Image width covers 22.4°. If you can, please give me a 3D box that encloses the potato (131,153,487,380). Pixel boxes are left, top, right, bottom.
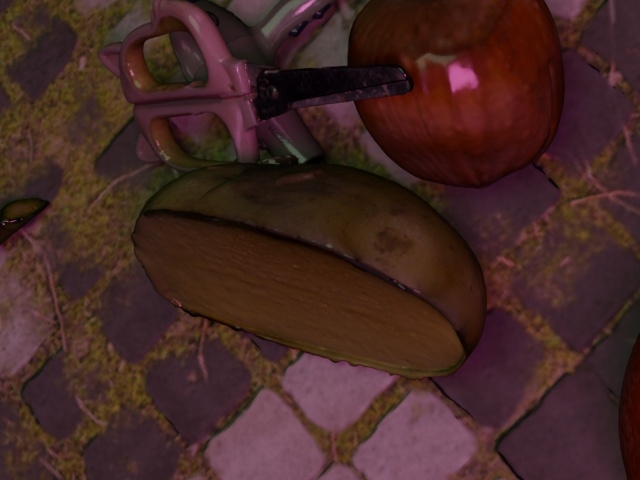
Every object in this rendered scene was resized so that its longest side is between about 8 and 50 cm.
[{"bbox_3d":[0.000,0.000,1.140,0.271,0.160,0.111,13,58,29],"label":"potato"}]

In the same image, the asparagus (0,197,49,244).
[{"bbox_3d":[-0.316,0.040,1.340,0.236,0.027,0.034,-44,51,9],"label":"asparagus"}]

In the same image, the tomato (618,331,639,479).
[{"bbox_3d":[0.301,0.106,0.909,0.338,0.143,0.339,-10,74,39],"label":"tomato"}]

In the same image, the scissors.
[{"bbox_3d":[-0.048,-0.106,1.166,0.317,0.024,0.160,2,117,47],"label":"scissors"}]

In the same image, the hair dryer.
[{"bbox_3d":[-0.003,-0.142,1.236,0.199,0.067,0.167,-25,75,2],"label":"hair dryer"}]

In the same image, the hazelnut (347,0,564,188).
[{"bbox_3d":[0.097,-0.112,1.130,0.150,0.150,0.150,-7,73,24],"label":"hazelnut"}]
